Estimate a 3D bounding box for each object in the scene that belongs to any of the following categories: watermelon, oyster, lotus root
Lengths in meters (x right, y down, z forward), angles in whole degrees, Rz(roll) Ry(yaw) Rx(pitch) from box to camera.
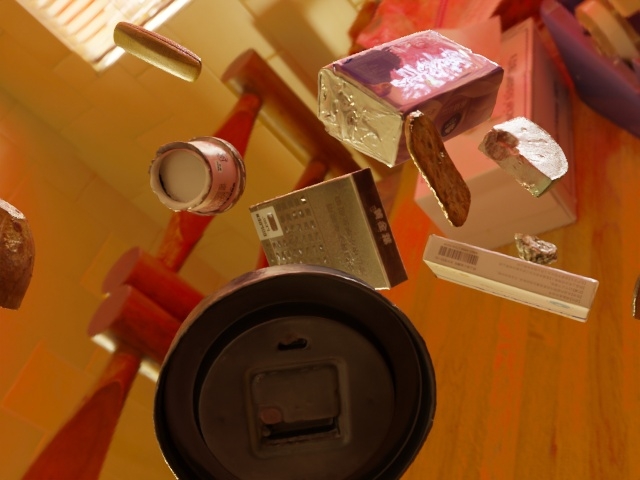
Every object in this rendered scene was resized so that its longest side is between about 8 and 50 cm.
[{"bbox_3d":[0.565,-0.226,1.843,0.318,0.226,0.148,-94,24,-48],"label":"watermelon"},{"bbox_3d":[0.564,0.019,1.673,0.100,0.037,0.098,-7,59,11],"label":"oyster"},{"bbox_3d":[-0.616,0.014,1.184,0.199,0.188,0.180,27,84,24],"label":"lotus root"}]

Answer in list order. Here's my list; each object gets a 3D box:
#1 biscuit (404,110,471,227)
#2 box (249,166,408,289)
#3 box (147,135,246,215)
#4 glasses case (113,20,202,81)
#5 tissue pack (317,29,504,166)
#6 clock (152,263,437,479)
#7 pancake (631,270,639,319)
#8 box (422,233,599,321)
[{"bbox_3d":[0.218,-0.130,1.193,0.029,0.247,0.118,-11,36,38],"label":"biscuit"},{"bbox_3d":[-0.001,-0.001,1.058,0.047,0.180,0.325,-23,7,-32],"label":"box"},{"bbox_3d":[-0.231,-0.118,1.179,0.151,0.151,0.135,-36,-5,17],"label":"box"},{"bbox_3d":[-0.410,-0.478,1.620,0.079,0.234,0.064,122,171,-48],"label":"glasses case"},{"bbox_3d":[0.189,-0.311,1.387,0.338,0.160,0.242,-28,52,-31],"label":"tissue pack"},{"bbox_3d":[-0.028,0.184,0.755,0.325,0.325,0.067,-44,15,4],"label":"clock"},{"bbox_3d":[0.577,0.048,1.096,0.020,0.184,0.190,29,92,40],"label":"pancake"},{"bbox_3d":[0.403,0.082,1.373,0.344,0.200,0.065,17,82,23],"label":"box"}]
